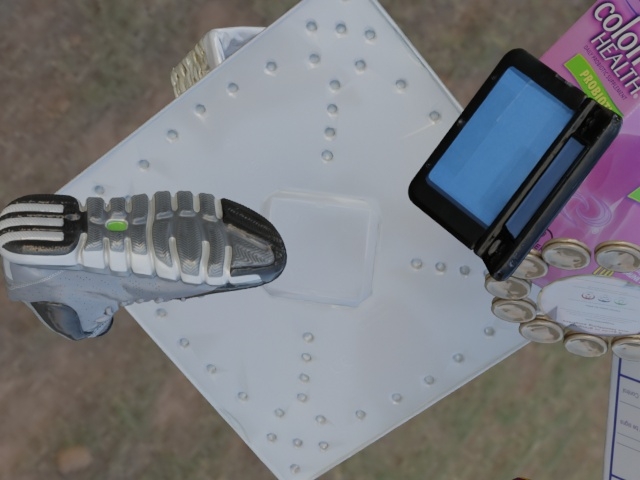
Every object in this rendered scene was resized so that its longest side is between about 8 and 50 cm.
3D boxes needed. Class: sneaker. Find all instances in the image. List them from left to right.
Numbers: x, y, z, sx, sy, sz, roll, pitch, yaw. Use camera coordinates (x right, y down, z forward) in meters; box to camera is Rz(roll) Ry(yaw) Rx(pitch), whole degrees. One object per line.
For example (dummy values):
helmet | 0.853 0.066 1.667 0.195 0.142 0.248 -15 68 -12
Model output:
sneaker | -0.146 0.029 1.271 0.132 0.228 0.086 103 -9 -48

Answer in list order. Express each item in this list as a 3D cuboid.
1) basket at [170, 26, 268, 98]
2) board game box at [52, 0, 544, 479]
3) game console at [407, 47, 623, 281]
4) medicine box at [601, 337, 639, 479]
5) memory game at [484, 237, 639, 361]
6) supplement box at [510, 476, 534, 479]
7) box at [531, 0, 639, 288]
basket | -0.061 -0.152 1.656 0.167 0.113 0.103 -5 164 -37
board game box | 0.000 0.000 1.513 0.390 0.390 0.050 -35 -167 20
game console | 0.116 -0.049 0.968 0.122 0.071 0.107 -54 -174 9
medicine box | 0.415 0.180 1.465 0.149 0.263 0.289 -24 123 -41
memory game | 0.217 0.046 1.204 0.186 0.186 0.012 75 24 -58
supplement box | 0.153 0.220 1.140 0.043 0.055 0.083 -14 104 -40
box | 0.259 -0.067 1.289 0.213 0.117 0.243 28 115 -40
